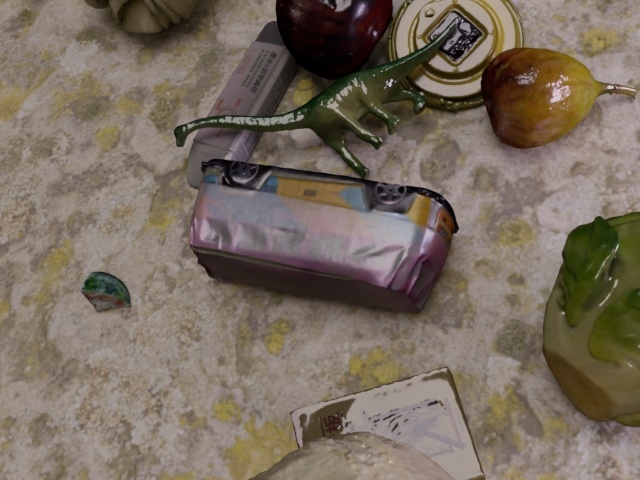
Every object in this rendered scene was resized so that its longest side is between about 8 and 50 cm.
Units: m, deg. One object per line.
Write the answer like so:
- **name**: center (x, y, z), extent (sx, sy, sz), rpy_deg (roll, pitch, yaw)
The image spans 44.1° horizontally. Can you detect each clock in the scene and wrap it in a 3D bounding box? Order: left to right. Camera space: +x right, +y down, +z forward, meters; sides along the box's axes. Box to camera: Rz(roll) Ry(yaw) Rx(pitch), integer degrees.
- **clock**: center (0.226, -0.337, 1.319), extent (0.236, 0.057, 0.237), rpy_deg (-1, 84, 8)

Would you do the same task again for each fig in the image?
- **fig**: center (-0.010, -0.398, 1.349), extent (0.249, 0.186, 0.204), rpy_deg (27, 89, 12)
- **fig**: center (0.379, -0.226, 1.233), extent (0.257, 0.159, 0.159), rpy_deg (-4, 57, -13)

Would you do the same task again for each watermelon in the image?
- **watermelon**: center (-0.351, 0.085, 1.276), extent (0.085, 0.085, 0.061), rpy_deg (31, 101, 27)

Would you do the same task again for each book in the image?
- **book**: center (0.086, 0.273, 1.062), extent (0.230, 0.026, 0.161), rpy_deg (-17, 58, 4)

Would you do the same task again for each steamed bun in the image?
- **steamed bun**: center (-0.366, -0.516, 1.510), extent (0.289, 0.276, 0.203), rpy_deg (22, 77, -2)

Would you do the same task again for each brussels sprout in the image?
- **brussels sprout**: center (0.413, 0.089, 0.978), extent (0.294, 0.227, 0.259), rpy_deg (-45, 45, -5)

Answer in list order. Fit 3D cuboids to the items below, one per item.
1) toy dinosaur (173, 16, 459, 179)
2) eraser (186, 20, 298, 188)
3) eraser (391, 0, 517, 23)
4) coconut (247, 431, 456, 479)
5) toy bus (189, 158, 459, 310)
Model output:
- **toy dinosaur**: center (0.002, -0.249, 1.302), extent (0.300, 0.087, 0.447), rpy_deg (38, 85, 16)
- **eraser**: center (-0.130, -0.242, 1.397), extent (0.089, 0.061, 0.352), rpy_deg (17, 65, 23)
- **eraser**: center (0.230, -0.413, 1.405), extent (0.210, 0.068, 0.125), rpy_deg (-17, 59, 5)
- **coconut**: center (0.048, 0.416, 0.800), extent (0.415, 0.345, 0.416), rpy_deg (-7, 55, 11)
- **toy bus**: center (0.000, 0.000, 1.170), extent (0.386, 0.171, 0.162), rpy_deg (9, 73, 18)
